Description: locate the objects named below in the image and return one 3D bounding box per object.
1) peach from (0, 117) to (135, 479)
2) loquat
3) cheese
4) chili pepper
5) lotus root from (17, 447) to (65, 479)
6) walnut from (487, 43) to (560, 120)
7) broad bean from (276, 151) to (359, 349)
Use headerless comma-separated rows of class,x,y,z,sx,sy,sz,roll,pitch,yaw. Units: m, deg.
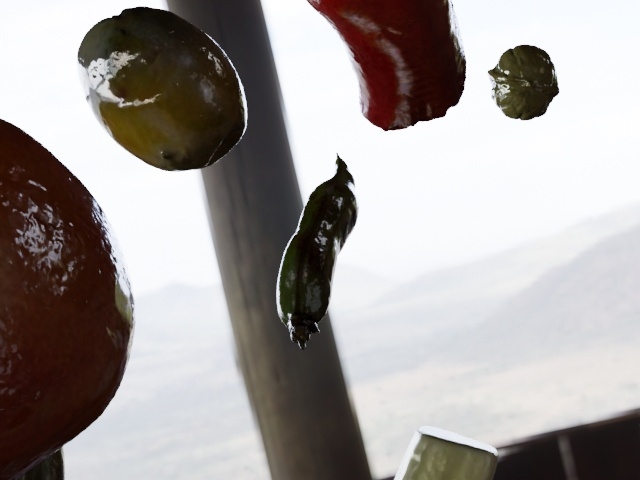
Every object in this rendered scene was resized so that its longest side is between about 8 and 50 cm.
peach,-0.325,0.053,1.181,0.372,0.290,0.373,-10,34,7
loquat,-0.199,-0.187,1.845,0.179,0.227,0.179,-49,-2,-2
cheese,0.134,0.378,1.926,0.124,0.265,0.242,21,-3,4
chili pepper,0.048,-0.253,1.405,0.131,0.134,0.338,3,-33,27
lotus root,-0.369,0.307,1.765,0.124,0.241,0.123,19,-26,-36
walnut,0.224,-0.174,1.641,0.092,0.092,0.092,-13,-1,0
broad bean,0.000,0.000,1.649,0.061,0.077,0.339,-3,36,18
